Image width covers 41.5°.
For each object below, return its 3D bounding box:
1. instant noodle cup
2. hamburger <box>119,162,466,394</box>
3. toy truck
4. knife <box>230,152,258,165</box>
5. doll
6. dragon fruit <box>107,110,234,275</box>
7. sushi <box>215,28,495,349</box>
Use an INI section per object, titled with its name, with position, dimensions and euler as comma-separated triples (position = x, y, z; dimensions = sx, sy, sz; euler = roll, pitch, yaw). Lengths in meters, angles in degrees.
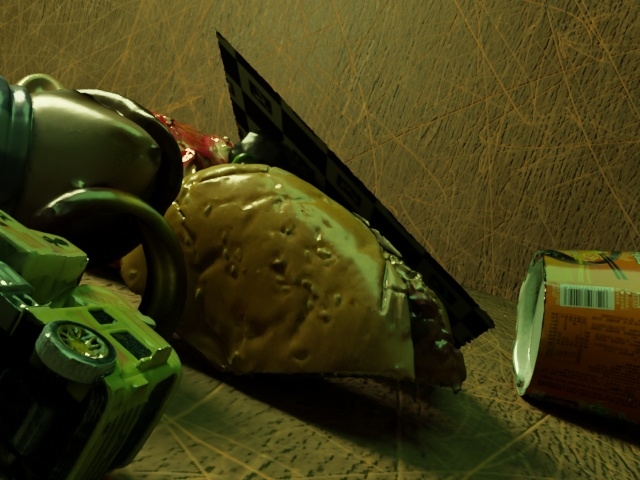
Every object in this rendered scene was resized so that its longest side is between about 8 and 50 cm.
[instant noodle cup]
position = 0.330, 0.109, 0.981
dimensions = 0.182, 0.230, 0.230
euler = 7, 3, 4
[hamburger]
position = -0.032, 0.037, 0.725
dimensions = 0.282, 0.245, 0.155
euler = -18, -12, 26
[toy truck]
position = -0.155, 0.040, 0.423
dimensions = 0.191, 0.085, 0.116
euler = 35, 14, 19
[knife]
position = -0.111, -0.005, 0.843
dimensions = 0.054, 0.212, 0.015
euler = 21, 35, -23
[doll]
position = -0.252, -0.066, 0.566
dimensions = 0.209, 0.318, 0.339
euler = -18, -24, 34
[dragon fruit]
position = -0.219, -0.056, 1.001
dimensions = 0.268, 0.210, 0.205
euler = 20, -36, -14
[sushi]
position = 0.000, 0.000, 0.882
dimensions = 0.359, 0.064, 0.343
euler = 48, -10, 10
